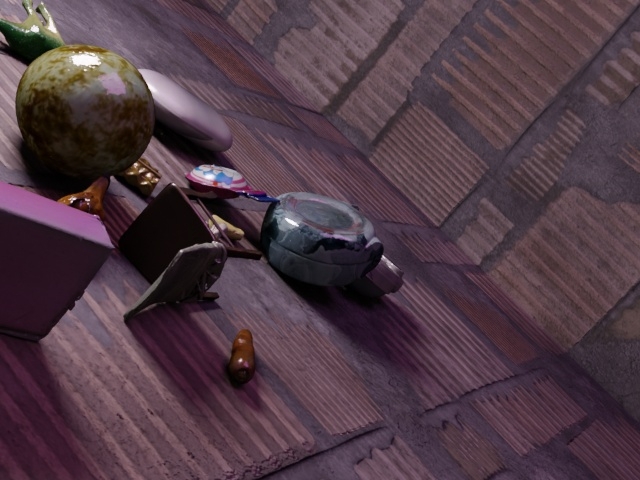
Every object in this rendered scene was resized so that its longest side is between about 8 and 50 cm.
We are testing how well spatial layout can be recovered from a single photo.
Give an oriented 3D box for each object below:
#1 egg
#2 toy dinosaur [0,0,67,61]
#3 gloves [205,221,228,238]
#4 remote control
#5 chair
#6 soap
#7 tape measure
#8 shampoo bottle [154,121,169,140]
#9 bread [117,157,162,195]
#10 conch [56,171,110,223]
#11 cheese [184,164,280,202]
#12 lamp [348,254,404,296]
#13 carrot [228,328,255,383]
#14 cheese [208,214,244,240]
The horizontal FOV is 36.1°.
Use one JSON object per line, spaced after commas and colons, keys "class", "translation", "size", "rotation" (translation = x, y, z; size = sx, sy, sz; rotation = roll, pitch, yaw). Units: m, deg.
{"class": "egg", "translation": [-0.430, -0.235, 1.769], "size": [0.238, 0.238, 0.289], "rotation": [24, 4, -46]}
{"class": "toy dinosaur", "translation": [-0.587, -0.381, 2.134], "size": [0.447, 0.087, 0.301], "rotation": [-2, 62, -60]}
{"class": "gloves", "translation": [-0.216, -0.020, 2.034], "size": [0.044, 0.037, 0.081], "rotation": [7, 6, 43]}
{"class": "remote control", "translation": [-0.339, -0.316, 2.402], "size": [0.221, 0.103, 0.332], "rotation": [42, 6, 34]}
{"class": "chair", "translation": [-0.250, 0.017, 1.654], "size": [0.186, 0.160, 0.319], "rotation": [51, 17, 14]}
{"class": "soap", "translation": [-0.415, 0.017, 1.216], "size": [0.259, 0.181, 0.081], "rotation": [23, 23, -45]}
{"class": "tape measure", "translation": [0.000, 0.000, 2.206], "size": [0.274, 0.147, 0.256], "rotation": [5, 25, -25]}
{"class": "shampoo bottle", "translation": [-0.417, -0.288, 2.317], "size": [0.137, 0.027, 0.048], "rotation": [40, 7, -2]}
{"class": "bread", "translation": [-0.373, -0.142, 1.971], "size": [0.110, 0.060, 0.066], "rotation": [37, 46, -10]}
{"class": "conch", "translation": [-0.387, -0.041, 1.607], "size": [0.080, 0.086, 0.233], "rotation": [41, 17, -1]}
{"class": "cheese", "translation": [-0.201, -0.122, 2.187], "size": [0.244, 0.062, 0.155], "rotation": [20, 14, 34]}
{"class": "lamp", "translation": [0.113, 0.076, 2.418], "size": [0.179, 0.108, 0.246], "rotation": [47, 11, 32]}
{"class": "carrot", "translation": [-0.133, 0.190, 1.665], "size": [0.047, 0.047, 0.191], "rotation": [37, 10, -13]}
{"class": "cheese", "translation": [-0.203, -0.026, 2.098], "size": [0.083, 0.030, 0.044], "rotation": [25, 28, -29]}
